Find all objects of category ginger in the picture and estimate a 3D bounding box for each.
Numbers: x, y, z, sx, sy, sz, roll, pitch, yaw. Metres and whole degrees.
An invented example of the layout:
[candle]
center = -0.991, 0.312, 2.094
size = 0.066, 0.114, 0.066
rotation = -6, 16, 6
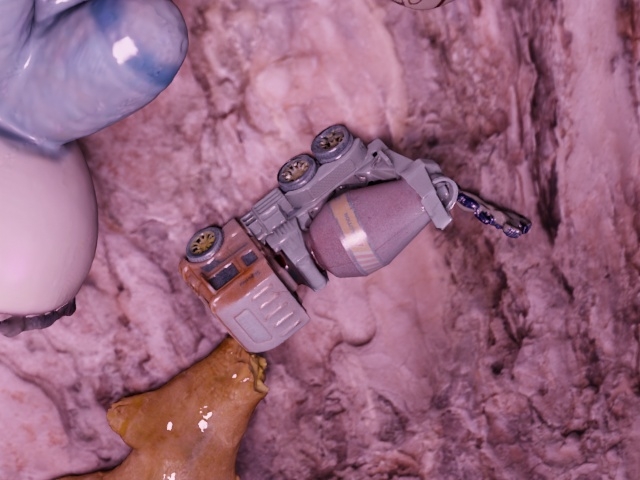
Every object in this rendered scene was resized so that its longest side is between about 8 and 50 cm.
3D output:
[ginger]
center = -0.187, 0.269, 1.065
size = 0.236, 0.166, 0.376
rotation = 9, 90, 6

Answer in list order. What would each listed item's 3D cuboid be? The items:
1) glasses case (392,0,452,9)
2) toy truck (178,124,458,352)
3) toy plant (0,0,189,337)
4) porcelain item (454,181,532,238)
[glasses case]
center = 0.189, -0.337, 0.893
size = 0.354, 0.085, 0.137
rotation = -34, 127, -6
[toy truck]
center = 0.000, 0.000, 0.959
size = 0.256, 0.140, 0.108
rotation = -38, 129, -3
[toy plant]
center = -0.217, -0.131, 0.723
size = 0.247, 0.247, 0.332
rotation = 20, 105, -35
[porcelain item]
center = 0.193, -0.024, 1.087
size = 0.136, 0.075, 0.021
rotation = 21, 105, -34
